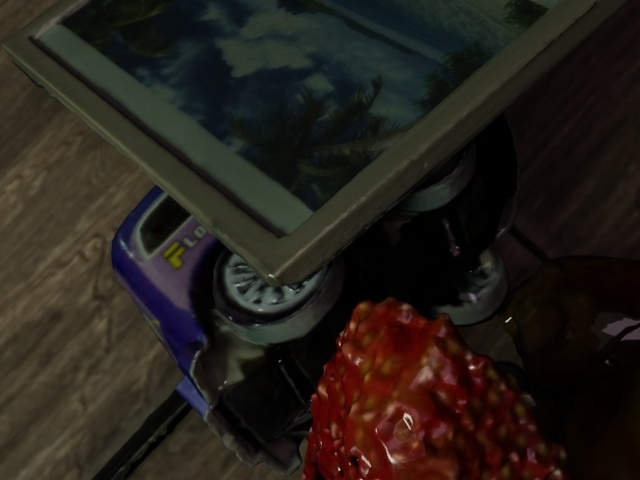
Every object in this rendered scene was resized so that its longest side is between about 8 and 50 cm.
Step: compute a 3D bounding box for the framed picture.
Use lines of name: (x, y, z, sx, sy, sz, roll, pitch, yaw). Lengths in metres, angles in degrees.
framed picture: (-0.025, -0.119, 0.582, 0.232, 0.024, 0.315, -41, 47, -13)

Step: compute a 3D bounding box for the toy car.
toy car: (0.000, 0.000, 0.591, 0.235, 0.172, 0.158, -43, 57, -11)

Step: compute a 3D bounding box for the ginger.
ginger: (0.306, 0.130, 0.554, 0.419, 0.254, 0.176, 16, 116, -4)

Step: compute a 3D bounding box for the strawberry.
strawberry: (0.056, 0.154, 0.494, 0.188, 0.286, 0.106, 14, 55, 40)
